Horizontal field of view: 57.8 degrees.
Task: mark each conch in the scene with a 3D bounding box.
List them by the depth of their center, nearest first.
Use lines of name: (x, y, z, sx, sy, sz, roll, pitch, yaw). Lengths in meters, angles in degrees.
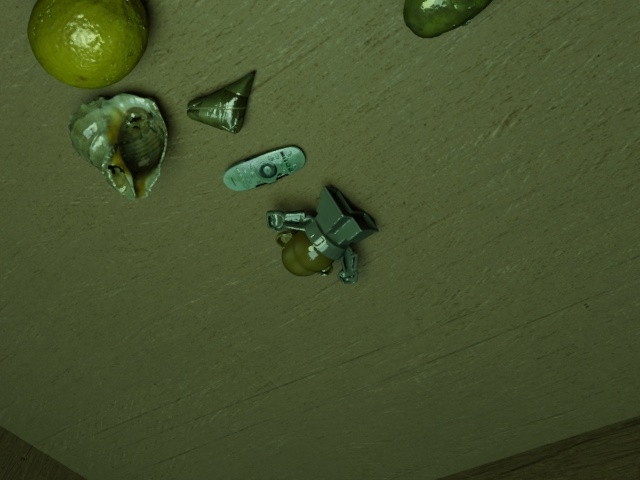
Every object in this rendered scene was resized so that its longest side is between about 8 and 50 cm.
conch: (-0.532, -0.270, 1.600, 0.263, 0.186, 0.324, -27, 93, 11)

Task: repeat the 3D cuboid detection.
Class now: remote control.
remote control: (-0.165, -0.209, 1.682, 0.256, 0.045, 0.097, -15, 124, 14)

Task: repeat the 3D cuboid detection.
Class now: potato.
potato: (0.296, -0.558, 1.314, 0.251, 0.113, 0.149, -26, 127, 34)

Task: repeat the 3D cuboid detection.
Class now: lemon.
lemon: (-0.556, -0.497, 1.387, 0.310, 0.258, 0.258, -31, 117, 24)

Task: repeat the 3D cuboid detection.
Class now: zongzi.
zongzi: (-0.270, -0.386, 1.548, 0.160, 0.078, 0.176, 16, 117, -3)

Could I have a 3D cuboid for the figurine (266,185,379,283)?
figurine: (-0.001, 0.000, 1.740, 0.342, 0.167, 0.285, 45, 114, 0)
